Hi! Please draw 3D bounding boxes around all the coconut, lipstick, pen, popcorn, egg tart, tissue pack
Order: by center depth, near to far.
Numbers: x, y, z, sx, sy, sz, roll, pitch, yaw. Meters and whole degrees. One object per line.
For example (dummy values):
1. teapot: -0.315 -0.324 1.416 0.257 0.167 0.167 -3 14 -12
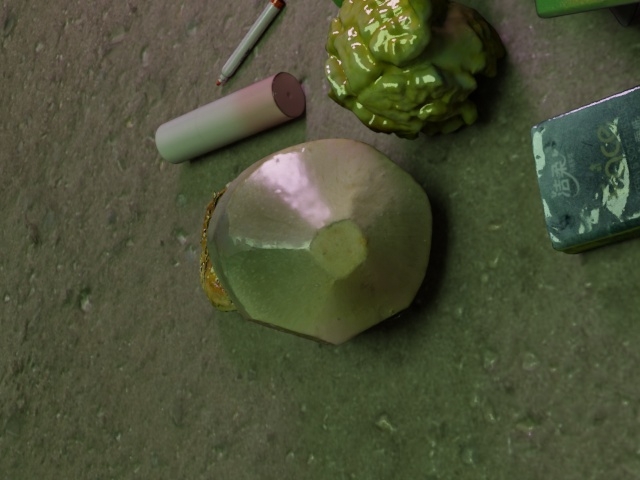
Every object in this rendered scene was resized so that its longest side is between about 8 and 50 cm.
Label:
1. tissue pack: 0.417 -0.102 1.293 0.257 0.081 0.185 -20 69 37
2. popcorn: 0.135 -0.274 1.482 0.237 0.293 0.293 -52 52 15
3. coconut: 0.000 0.000 1.512 0.352 0.352 0.353 -9 76 41
4. egg tart: -0.135 0.014 1.775 0.232 0.098 0.252 -48 50 33
5. lipstick: -0.176 -0.226 1.857 0.326 0.087 0.087 -15 72 40
6. pen: -0.139 -0.381 1.895 0.218 0.026 0.026 -49 53 25

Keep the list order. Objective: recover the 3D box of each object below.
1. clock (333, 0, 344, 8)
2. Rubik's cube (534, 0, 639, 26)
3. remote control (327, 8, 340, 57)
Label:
1. clock: 0.122 -0.524 1.616 0.219 0.106 0.255 -10 67 27
2. Rubik's cube: 0.414 -0.430 1.194 0.368 0.358 0.387 24 108 7
3. remote control: 0.077 -0.404 1.691 0.073 0.044 0.229 19 87 40
